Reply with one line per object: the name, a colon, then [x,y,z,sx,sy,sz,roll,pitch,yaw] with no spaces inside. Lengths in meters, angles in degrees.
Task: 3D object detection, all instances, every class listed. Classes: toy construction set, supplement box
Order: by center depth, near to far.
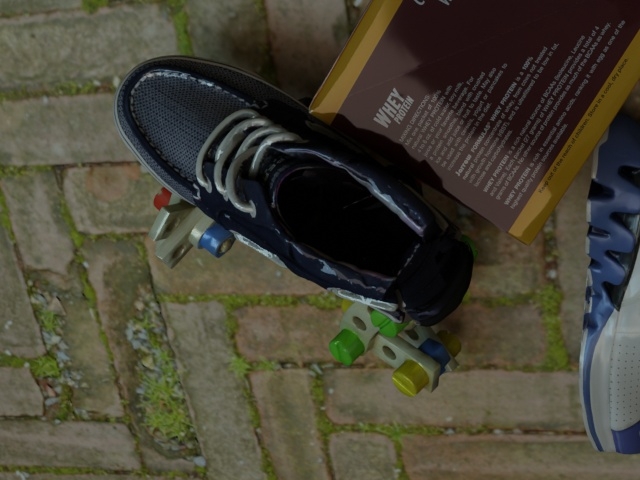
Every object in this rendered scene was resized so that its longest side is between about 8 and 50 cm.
supplement box: [0.125,-0.136,0.819,0.194,0.129,0.191,31,104,0]
toy construction set: [0.000,0.000,0.981,0.327,0.151,0.215,27,147,9]

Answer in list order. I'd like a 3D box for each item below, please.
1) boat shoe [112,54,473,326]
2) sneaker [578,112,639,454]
boat shoe: [-0.040,-0.060,0.810,0.340,0.158,0.127,30,88,17]
sneaker: [0.316,0.048,0.895,0.182,0.127,0.316,4,119,20]
